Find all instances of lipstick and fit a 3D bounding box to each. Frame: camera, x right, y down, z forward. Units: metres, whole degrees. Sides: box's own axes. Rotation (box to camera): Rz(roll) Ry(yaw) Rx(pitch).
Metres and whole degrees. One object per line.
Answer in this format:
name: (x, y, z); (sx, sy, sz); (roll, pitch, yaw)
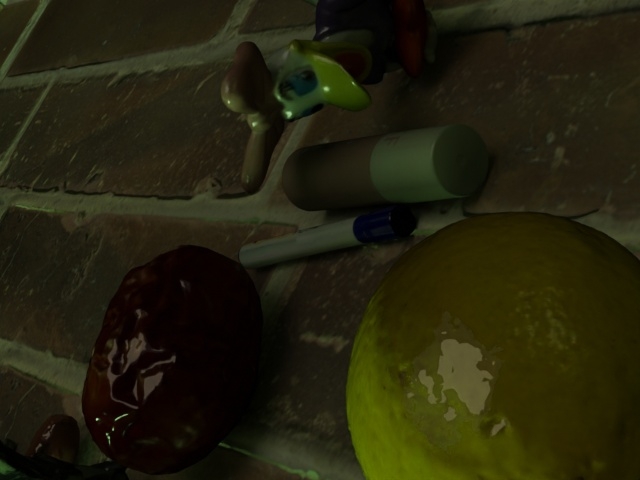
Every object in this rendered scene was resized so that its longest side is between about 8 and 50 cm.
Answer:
lipstick: (0.057, -0.069, 1.373); (0.254, 0.070, 0.070); (-3, 57, 56)

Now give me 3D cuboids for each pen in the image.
pen: (0.000, -0.001, 1.431); (0.269, 0.033, 0.033); (-13, 49, 53)

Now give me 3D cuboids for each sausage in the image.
sausage: (-0.378, 0.323, 1.613); (0.304, 0.078, 0.078); (-45, 29, 5)

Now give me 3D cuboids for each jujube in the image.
jujube: (-0.143, 0.116, 1.394); (0.174, 0.174, 0.250); (-36, 22, 31)

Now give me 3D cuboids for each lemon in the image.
lemon: (0.131, 0.103, 0.907); (0.236, 0.236, 0.263); (-44, 3, 20)

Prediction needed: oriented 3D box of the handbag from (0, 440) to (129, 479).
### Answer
handbag: (-0.407, 0.256, 1.399); (0.327, 0.325, 0.162); (-19, 53, 27)

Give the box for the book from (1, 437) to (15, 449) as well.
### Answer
book: (-0.456, 0.370, 1.745); (0.160, 0.024, 0.228); (-31, 35, 33)

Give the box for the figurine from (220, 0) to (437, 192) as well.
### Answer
figurine: (0.022, -0.238, 1.458); (0.193, 0.154, 0.421); (5, 48, 17)
